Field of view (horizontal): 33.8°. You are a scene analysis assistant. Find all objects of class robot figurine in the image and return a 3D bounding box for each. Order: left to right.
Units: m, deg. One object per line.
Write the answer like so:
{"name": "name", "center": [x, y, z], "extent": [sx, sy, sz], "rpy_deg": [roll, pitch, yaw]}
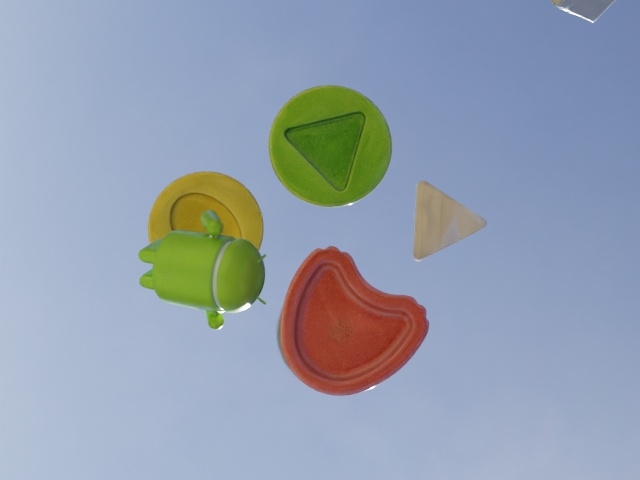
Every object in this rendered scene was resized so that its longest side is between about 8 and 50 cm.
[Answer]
{"name": "robot figurine", "center": [-0.100, 0.027, 0.921], "extent": [0.067, 0.115, 0.101], "rpy_deg": [-36, 130, -64]}

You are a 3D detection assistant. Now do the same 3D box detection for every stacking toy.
{"name": "stacking toy", "center": [0.000, 0.000, 1.164], "extent": [0.279, 0.309, 0.130], "rpy_deg": [-46, 179, -6]}

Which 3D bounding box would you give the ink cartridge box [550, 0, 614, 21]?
{"name": "ink cartridge box", "center": [0.339, -0.371, 1.258], "extent": [0.175, 0.072, 0.127], "rpy_deg": [-48, -136, 36]}
